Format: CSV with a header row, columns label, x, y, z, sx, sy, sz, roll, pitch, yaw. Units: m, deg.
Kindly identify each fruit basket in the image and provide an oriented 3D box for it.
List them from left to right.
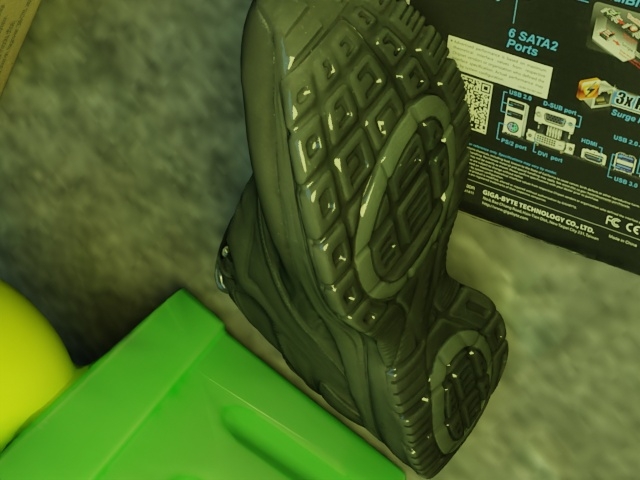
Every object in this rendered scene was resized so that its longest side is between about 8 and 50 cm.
label,x,y,z,sx,sy,sz,roll,pitch,yaw
fruit basket,-0.165,0.153,0.567,0.392,0.392,0.282,28,111,19

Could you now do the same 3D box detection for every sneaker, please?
label,x,y,z,sx,sy,sz,roll,pitch,yaw
sneaker,0.000,0.000,0.547,0.130,0.109,0.286,22,145,32

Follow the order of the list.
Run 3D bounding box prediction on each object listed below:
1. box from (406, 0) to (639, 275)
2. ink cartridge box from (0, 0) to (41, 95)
label,x,y,z,sx,sy,sz,roll,pitch,yaw
box,0.113,-0.132,0.484,0.296,0.073,0.293,21,131,22
ink cartridge box,-0.253,-0.196,0.659,0.234,0.088,0.193,57,147,7
